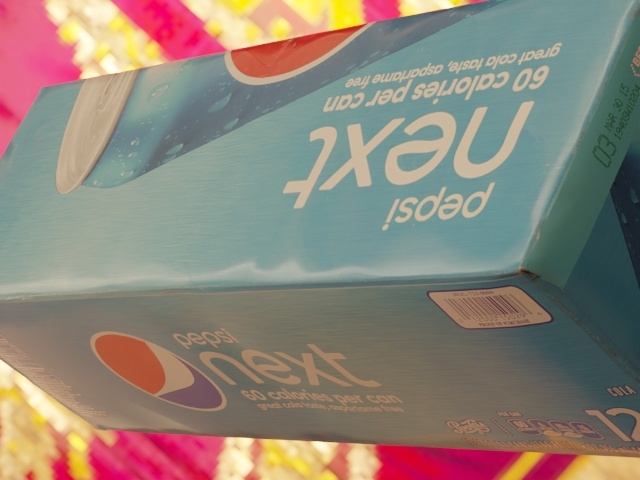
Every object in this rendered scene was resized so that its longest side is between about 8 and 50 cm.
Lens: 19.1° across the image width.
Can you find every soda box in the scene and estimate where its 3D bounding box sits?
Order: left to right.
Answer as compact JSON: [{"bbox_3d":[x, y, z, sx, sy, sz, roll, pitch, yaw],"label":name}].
[{"bbox_3d":[0.000,0.000,0.429,0.210,0.067,0.071,-3,53,48],"label":"soda box"}]
